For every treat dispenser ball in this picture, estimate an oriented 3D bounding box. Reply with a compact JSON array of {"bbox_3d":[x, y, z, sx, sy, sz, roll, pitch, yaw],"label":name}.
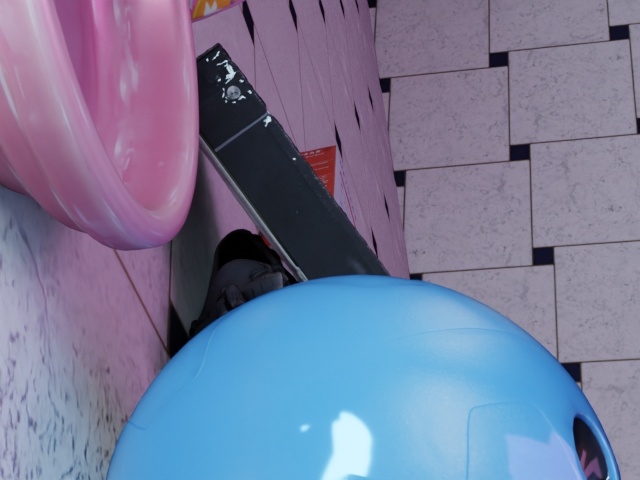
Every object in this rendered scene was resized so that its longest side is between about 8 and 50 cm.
[{"bbox_3d":[0.023,0.161,0.745,0.288,0.288,0.288,-12,90,-82],"label":"treat dispenser ball"}]

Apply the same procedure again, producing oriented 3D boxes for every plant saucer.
[{"bbox_3d":[-0.145,-0.155,0.727,0.332,0.084,0.332,-8,90,-83],"label":"plant saucer"}]

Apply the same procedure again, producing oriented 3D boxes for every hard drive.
[{"bbox_3d":[0.000,0.000,1.125,0.339,0.064,0.237,53,1,-2],"label":"hard drive"}]

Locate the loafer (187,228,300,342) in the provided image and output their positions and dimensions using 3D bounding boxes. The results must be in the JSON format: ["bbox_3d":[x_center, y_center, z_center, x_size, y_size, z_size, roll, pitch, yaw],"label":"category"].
[{"bbox_3d":[-0.064,0.053,1.065,0.095,0.109,0.302,58,4,-6],"label":"loafer"}]

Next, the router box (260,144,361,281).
[{"bbox_3d":[0.017,0.101,1.559,0.301,0.082,0.335,-85,162,-65],"label":"router box"}]

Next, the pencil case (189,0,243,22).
[{"bbox_3d":[-0.126,-0.283,0.925,0.124,0.124,0.284,-88,167,-60],"label":"pencil case"}]
